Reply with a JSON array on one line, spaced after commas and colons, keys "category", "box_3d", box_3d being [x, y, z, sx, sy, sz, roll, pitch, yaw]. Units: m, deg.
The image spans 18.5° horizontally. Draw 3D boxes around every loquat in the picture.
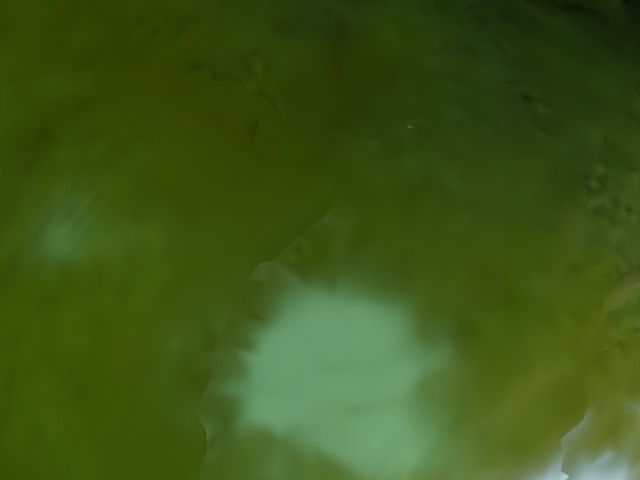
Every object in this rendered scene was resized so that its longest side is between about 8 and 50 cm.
[{"category": "loquat", "box_3d": [0.000, 0.000, 0.540, 0.274, 0.275, 0.275, 0, 112, 0]}]
